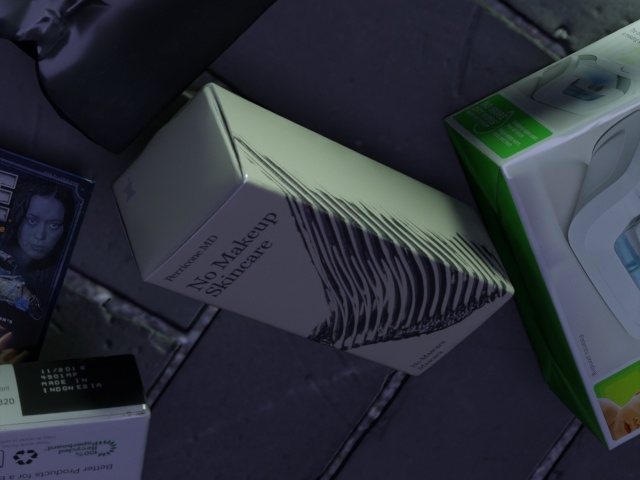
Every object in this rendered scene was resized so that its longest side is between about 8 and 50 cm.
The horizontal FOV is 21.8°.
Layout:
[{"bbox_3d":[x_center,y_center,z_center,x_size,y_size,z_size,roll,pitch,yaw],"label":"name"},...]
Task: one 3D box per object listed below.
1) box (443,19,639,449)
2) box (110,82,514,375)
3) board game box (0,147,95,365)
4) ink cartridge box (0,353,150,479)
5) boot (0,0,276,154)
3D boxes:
[{"bbox_3d":[0.253,-0.018,1.264,0.231,0.127,0.262,-26,116,-6],"label":"box"},{"bbox_3d":[0.000,0.000,1.143,0.275,0.094,0.113,20,126,-42],"label":"box"},{"bbox_3d":[-0.289,-0.001,1.101,0.243,0.042,0.165,19,86,-25],"label":"board game box"},{"bbox_3d":[-0.228,0.231,1.190,0.175,0.069,0.371,-4,132,-18],"label":"ink cartridge box"},{"bbox_3d":[0.012,-0.211,1.087,0.445,0.146,0.367,-42,110,-3],"label":"boot"}]
